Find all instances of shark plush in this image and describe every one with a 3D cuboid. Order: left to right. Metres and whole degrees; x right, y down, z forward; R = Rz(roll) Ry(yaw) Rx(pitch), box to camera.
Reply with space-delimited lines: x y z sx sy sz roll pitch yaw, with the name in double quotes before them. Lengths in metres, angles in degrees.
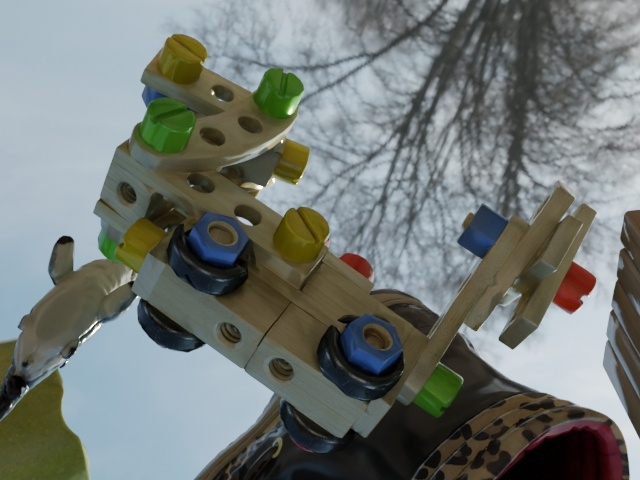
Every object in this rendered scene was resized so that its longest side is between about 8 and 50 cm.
"shark plush" -0.182 0.076 0.695 0.073 0.067 0.161 22 -115 5

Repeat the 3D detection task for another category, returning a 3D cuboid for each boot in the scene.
"boot" 0.020 0.219 0.646 0.138 0.377 0.284 41 171 -23

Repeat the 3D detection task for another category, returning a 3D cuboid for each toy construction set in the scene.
"toy construction set" 0.000 0.000 0.600 0.327 0.151 0.215 23 -143 13

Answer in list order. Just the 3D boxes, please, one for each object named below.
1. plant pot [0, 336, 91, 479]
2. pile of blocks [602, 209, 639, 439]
"plant pot" -0.350 0.206 0.855 0.253 0.276 0.276 -17 -138 -24
"pile of blocks" 0.228 0.072 0.381 0.112 0.149 0.362 -4 -172 -2
